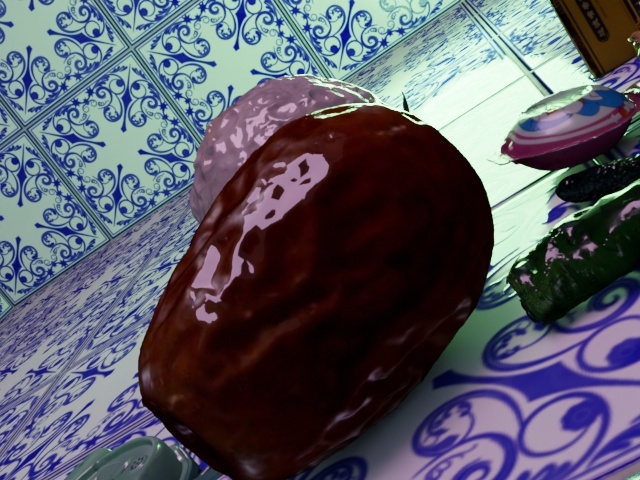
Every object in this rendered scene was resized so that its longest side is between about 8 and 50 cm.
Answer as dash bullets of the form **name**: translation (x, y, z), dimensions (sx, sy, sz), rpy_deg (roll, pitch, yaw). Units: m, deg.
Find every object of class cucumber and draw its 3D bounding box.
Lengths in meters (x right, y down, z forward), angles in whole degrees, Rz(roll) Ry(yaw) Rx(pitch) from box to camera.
- **cucumber**: translation (0.260, -0.055, 0.755), dimensions (0.032, 0.032, 0.133), rpy_deg (-44, 15, -32)

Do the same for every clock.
- **clock**: translation (-0.174, 0.238, 0.757), dimensions (0.210, 0.066, 0.159), rpy_deg (-25, 18, 36)

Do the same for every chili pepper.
- **chili pepper**: translation (0.238, -0.017, 0.617), dimensions (0.224, 0.061, 0.098), rpy_deg (-33, 7, 20)

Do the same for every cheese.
- **cheese**: translation (0.287, -0.132, 0.885), dimensions (0.244, 0.062, 0.155), rpy_deg (-24, 16, 1)

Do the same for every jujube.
- **jujube**: translation (0.000, 0.034, 0.685), dimensions (0.318, 0.223, 0.223), rpy_deg (-50, 18, -23)

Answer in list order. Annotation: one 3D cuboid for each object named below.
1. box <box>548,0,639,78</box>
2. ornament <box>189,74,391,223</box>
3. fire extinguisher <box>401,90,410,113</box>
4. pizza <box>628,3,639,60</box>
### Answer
- **box**: translation (0.409, -0.333, 1.076), dimensions (0.237, 0.152, 0.070), rpy_deg (-31, 14, 15)
- **ornament**: translation (-0.021, -0.051, 0.949), dimensions (0.259, 0.259, 0.225), rpy_deg (-19, 23, 51)
- **fire extinguisher**: translation (0.043, -0.132, 1.395), dimensions (0.268, 0.105, 0.105), rpy_deg (-31, 14, 17)
- **pizza**: translation (0.377, -0.190, 0.802), dimensions (0.161, 0.086, 0.305), rpy_deg (-2, 32, 24)
